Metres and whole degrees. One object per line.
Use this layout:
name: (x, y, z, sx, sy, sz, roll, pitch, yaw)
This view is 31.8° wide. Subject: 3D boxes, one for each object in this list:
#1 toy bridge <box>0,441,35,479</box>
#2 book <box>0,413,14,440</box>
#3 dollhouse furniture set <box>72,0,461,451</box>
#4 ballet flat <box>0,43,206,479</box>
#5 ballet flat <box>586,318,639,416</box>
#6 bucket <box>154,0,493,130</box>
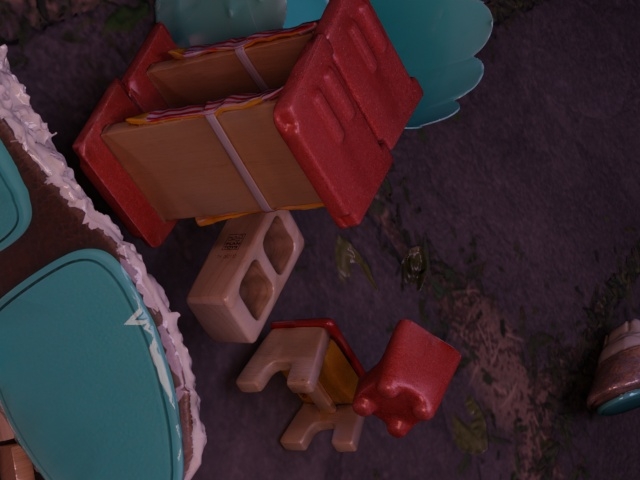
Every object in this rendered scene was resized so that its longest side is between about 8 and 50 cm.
toy bridge: (-0.218, 0.177, 0.811, 0.188, 0.026, 0.063, -8, 88, -44)
book: (-0.187, 0.090, 0.859, 0.144, 0.035, 0.096, -7, 82, -44)
dollhouse furniture set: (0.000, 0.000, 0.889, 0.374, 0.201, 0.152, 59, 42, -35)
ballet flat: (-0.191, 0.005, 0.790, 0.147, 0.147, 0.409, -31, 94, -43)
ballet flat: (0.403, 0.151, 1.370, 0.316, 0.107, 0.106, 7, 55, -48)
bucket: (0.002, -0.209, 1.006, 0.281, 0.183, 0.281, 12, 73, -41)
